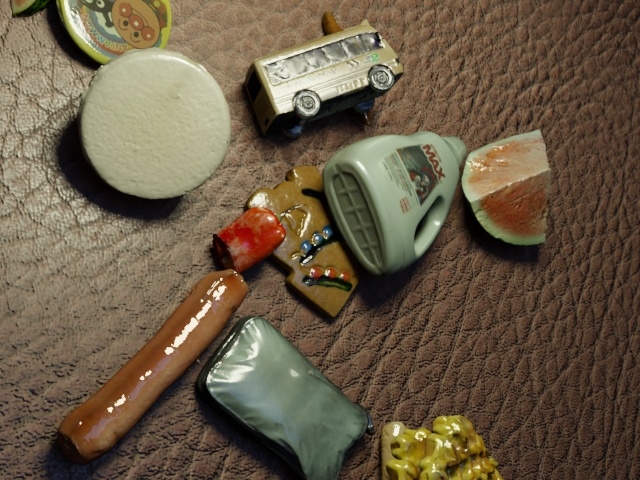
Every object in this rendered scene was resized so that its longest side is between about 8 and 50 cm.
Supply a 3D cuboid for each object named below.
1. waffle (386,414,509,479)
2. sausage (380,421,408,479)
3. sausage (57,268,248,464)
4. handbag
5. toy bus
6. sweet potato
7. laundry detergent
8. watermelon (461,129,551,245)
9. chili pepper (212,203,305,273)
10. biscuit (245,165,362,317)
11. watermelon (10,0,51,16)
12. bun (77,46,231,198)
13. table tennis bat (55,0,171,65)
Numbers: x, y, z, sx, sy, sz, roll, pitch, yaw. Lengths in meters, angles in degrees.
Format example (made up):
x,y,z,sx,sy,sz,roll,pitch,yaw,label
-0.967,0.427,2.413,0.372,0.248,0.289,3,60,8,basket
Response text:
x,y,z,sx,sy,sz,roll,pitch,yaw,label
0.243,0.485,1.619,0.324,0.151,0.261,58,40,-31,waffle
0.141,0.490,1.652,0.065,0.065,0.301,9,71,-29,sausage
-0.269,0.200,1.477,0.419,0.094,0.094,-49,132,-32,sausage
-0.055,0.294,1.592,0.332,0.075,0.192,42,56,-10,handbag
0.006,-0.316,1.734,0.289,0.139,0.157,-22,84,-17,toy bus
0.062,-0.361,1.862,0.057,0.057,0.265,-9,77,-33,sweet potato
0.185,-0.110,1.803,0.397,0.124,0.264,-32,101,-47,laundry detergent
0.411,-0.114,1.937,0.260,0.176,0.256,-13,74,-11,watermelon
-0.105,-0.017,1.614,0.192,0.084,0.086,-33,122,-12,chili pepper
0.001,0.000,1.723,0.278,0.043,0.302,-11,82,-33,biscuit
-0.495,-0.470,1.567,0.069,0.086,0.163,21,62,-66,watermelon
-0.293,-0.214,1.551,0.263,0.175,0.263,-5,110,-12,bun
-0.352,-0.479,1.644,0.224,0.054,0.369,34,60,-31,table tennis bat
